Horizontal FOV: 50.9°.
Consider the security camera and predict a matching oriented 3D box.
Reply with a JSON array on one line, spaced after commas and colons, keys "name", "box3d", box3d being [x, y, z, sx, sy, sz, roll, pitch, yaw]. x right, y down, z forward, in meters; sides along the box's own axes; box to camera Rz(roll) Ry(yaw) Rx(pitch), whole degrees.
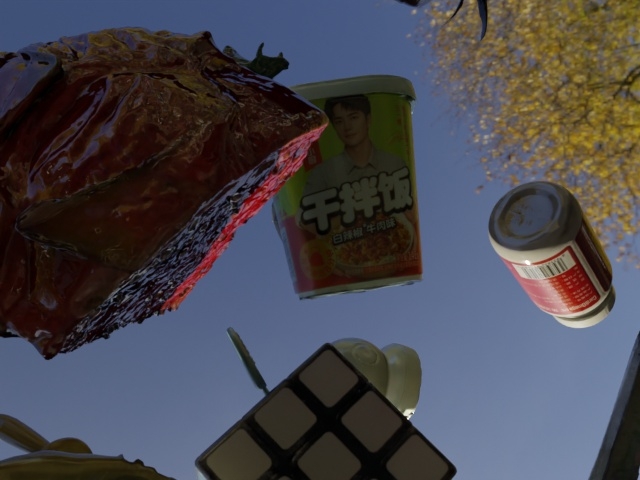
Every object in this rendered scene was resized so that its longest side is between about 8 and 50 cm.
[{"name": "security camera", "box3d": [0.092, 0.313, 1.536, 0.236, 0.194, 0.194, 15, -98, -16]}]

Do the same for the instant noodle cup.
[{"name": "instant noodle cup", "box3d": [0.039, -0.068, 1.078, 0.294, 0.294, 0.308, -4, -97, -37]}]

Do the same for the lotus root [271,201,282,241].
[{"name": "lotus root", "box3d": [-0.002, 0.001, 1.398, 0.154, 0.154, 0.278, -37, -81, -30]}]

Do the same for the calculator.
[{"name": "calculator", "box3d": [-0.131, 0.227, 1.234, 0.021, 0.095, 0.153, -27, -87, -11]}]

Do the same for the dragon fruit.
[{"name": "dragon fruit", "box3d": [-0.211, -0.046, 0.577, 0.302, 0.330, 0.240, -43, -28, -45]}]

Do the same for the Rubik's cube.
[{"name": "Rubik's cube", "box3d": [-0.005, 0.413, 1.133, 0.304, 0.305, 0.301, -38, -111, -28]}]

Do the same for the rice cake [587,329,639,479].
[{"name": "rice cake", "box3d": [0.293, 0.185, 0.647, 0.047, 0.036, 0.206, -17, -59, -70]}]

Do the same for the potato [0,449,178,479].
[{"name": "potato", "box3d": [-0.172, 0.357, 0.562, 0.213, 0.330, 0.280, -58, -31, 6]}]

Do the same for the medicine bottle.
[{"name": "medicine bottle", "box3d": [0.351, 0.028, 0.999, 0.250, 0.131, 0.131, 44, -114, -41]}]

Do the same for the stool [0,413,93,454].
[{"name": "stool", "box3d": [-0.334, 0.271, 0.766, 0.135, 0.110, 0.134, -14, -72, -64]}]

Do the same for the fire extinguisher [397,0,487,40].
[{"name": "fire extinguisher", "box3d": [0.046, -0.343, 0.763, 0.337, 0.114, 0.135, 20, -99, -5]}]

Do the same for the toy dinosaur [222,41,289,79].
[{"name": "toy dinosaur", "box3d": [-0.182, -0.221, 1.068, 0.292, 0.079, 0.120, -34, -94, -6]}]
